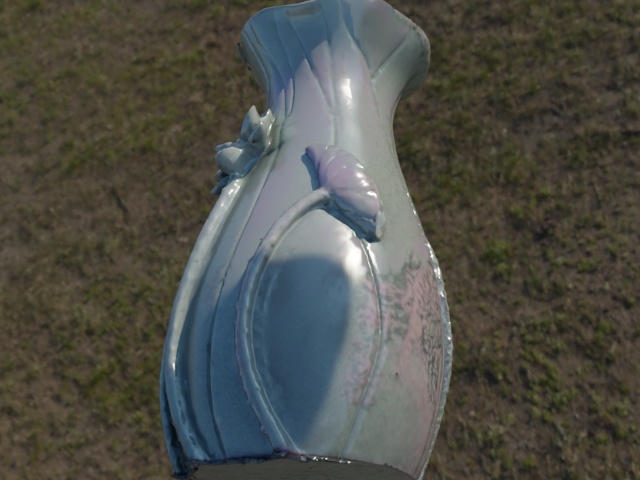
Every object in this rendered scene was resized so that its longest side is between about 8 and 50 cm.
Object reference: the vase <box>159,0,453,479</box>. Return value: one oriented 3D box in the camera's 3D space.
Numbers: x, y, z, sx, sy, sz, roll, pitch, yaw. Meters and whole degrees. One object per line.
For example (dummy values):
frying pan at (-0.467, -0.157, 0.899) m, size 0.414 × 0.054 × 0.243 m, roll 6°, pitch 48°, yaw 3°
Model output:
vase at (0.000, 0.000, 0.898) m, size 0.249 × 0.250 × 0.446 m, roll -9°, pitch 62°, yaw 25°
